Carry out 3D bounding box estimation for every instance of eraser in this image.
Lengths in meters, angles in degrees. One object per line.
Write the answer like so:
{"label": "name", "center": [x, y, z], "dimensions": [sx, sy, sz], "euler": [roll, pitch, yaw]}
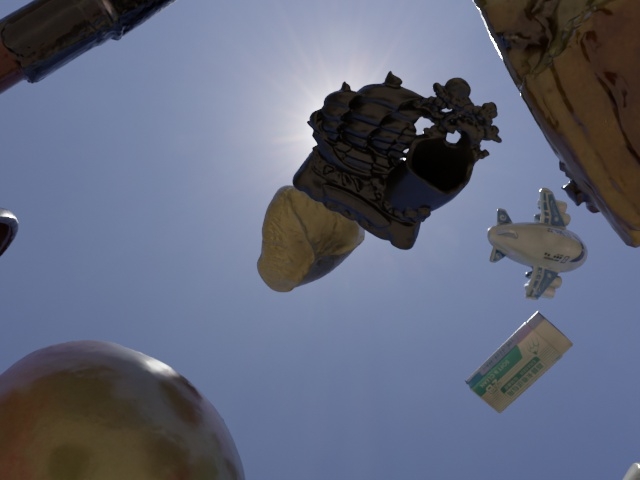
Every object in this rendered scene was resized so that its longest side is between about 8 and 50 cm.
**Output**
{"label": "eraser", "center": [0.432, 0.269, 1.258], "dimensions": [0.095, 0.052, 0.225], "euler": [40, -78, -8]}

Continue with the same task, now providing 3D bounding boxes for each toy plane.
{"label": "toy plane", "center": [0.511, 0.010, 1.348], "dimensions": [0.266, 0.122, 0.267], "euler": [1, -93, -17]}

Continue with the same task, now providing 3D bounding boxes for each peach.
{"label": "peach", "center": [-0.198, 0.226, 0.485], "dimensions": [0.247, 0.292, 0.292], "euler": [-15, -96, -38]}

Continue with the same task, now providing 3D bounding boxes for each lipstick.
{"label": "lipstick", "center": [-0.246, -0.243, 0.607], "dimensions": [0.299, 0.081, 0.081], "euler": [-42, -90, -20]}

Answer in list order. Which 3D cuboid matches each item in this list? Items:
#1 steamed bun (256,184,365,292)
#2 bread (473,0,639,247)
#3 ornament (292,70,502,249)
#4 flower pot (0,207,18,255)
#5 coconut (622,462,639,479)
{"label": "steamed bun", "center": [-0.023, 0.019, 1.113], "dimensions": [0.231, 0.110, 0.212], "euler": [17, -64, -38]}
{"label": "bread", "center": [0.275, -0.223, 0.473], "dimensions": [0.314, 0.191, 0.370], "euler": [-31, -80, 9]}
{"label": "ornament", "center": [0.101, -0.133, 0.809], "dimensions": [0.251, 0.260, 0.106], "euler": [28, -129, 3]}
{"label": "flower pot", "center": [-0.214, -0.009, 0.260], "dimensions": [0.111, 0.111, 0.089], "euler": [-42, -85, -10]}
{"label": "coconut", "center": [0.720, 0.569, 1.207], "dimensions": [0.236, 0.197, 0.237], "euler": [3, -53, 3]}
